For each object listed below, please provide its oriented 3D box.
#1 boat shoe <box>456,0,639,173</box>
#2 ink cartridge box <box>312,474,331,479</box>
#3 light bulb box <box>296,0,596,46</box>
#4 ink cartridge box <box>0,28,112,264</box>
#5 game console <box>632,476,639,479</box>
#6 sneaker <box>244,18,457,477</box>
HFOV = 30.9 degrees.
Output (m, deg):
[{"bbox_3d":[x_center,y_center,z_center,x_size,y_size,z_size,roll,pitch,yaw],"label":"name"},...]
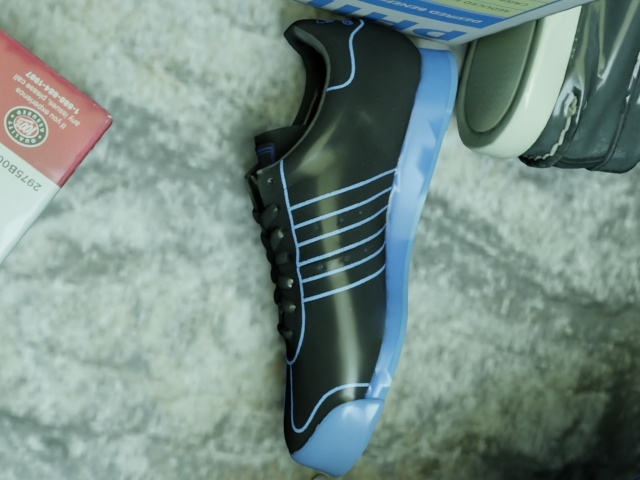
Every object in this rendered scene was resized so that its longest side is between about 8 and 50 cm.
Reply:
[{"bbox_3d":[0.181,-0.193,0.604,0.113,0.127,0.340,18,91,-17],"label":"boat shoe"},{"bbox_3d":[0.007,0.213,0.543,0.086,0.203,0.148,44,82,-14],"label":"ink cartridge box"},{"bbox_3d":[-0.009,-0.242,0.424,0.358,0.361,0.225,14,89,-16],"label":"light bulb box"},{"bbox_3d":[-0.201,-0.025,0.535,0.127,0.072,0.175,38,83,-16],"label":"ink cartridge box"},{"bbox_3d":[0.235,0.199,0.630,0.293,0.250,0.173,-21,73,-14],"label":"game console"},{"bbox_3d":[0.000,0.000,0.595,0.091,0.081,0.232,14,83,-13],"label":"sneaker"}]
